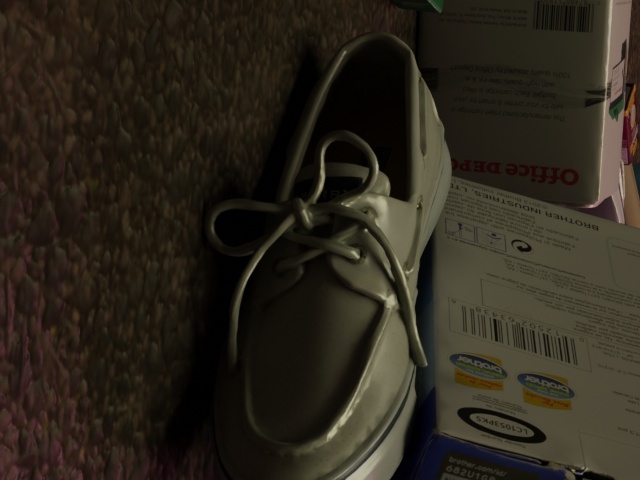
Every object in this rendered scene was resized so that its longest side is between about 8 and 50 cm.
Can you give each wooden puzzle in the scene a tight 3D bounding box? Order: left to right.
[{"bbox_3d":[0.409,0.005,2.286,0.239,0.044,0.221,45,33,-63],"label":"wooden puzzle"}]

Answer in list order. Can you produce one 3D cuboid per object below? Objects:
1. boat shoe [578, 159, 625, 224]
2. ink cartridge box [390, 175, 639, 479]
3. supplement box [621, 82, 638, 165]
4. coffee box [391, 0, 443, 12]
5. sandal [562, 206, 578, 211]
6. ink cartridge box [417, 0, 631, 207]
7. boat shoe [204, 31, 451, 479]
[{"bbox_3d":[0.285,-0.058,1.953,0.084,0.095,0.258,-40,134,-57],"label":"boat shoe"},{"bbox_3d":[0.174,0.136,1.258,0.395,0.270,0.151,-87,-166,-60],"label":"ink cartridge box"},{"bbox_3d":[0.347,-0.137,2.174,0.055,0.043,0.083,-67,154,-43],"label":"supplement box"},{"bbox_3d":[0.056,-0.244,1.352,0.184,0.040,0.113,23,74,-69],"label":"coffee box"},{"bbox_3d":[0.194,-0.004,1.797,0.254,0.054,0.097,-2,90,-60],"label":"sandal"},{"bbox_3d":[0.165,-0.145,1.506,0.092,0.160,0.219,-24,119,-67],"label":"ink cartridge box"},{"bbox_3d":[0.009,-0.001,1.154,0.156,0.136,0.367,76,25,-44],"label":"boat shoe"}]
